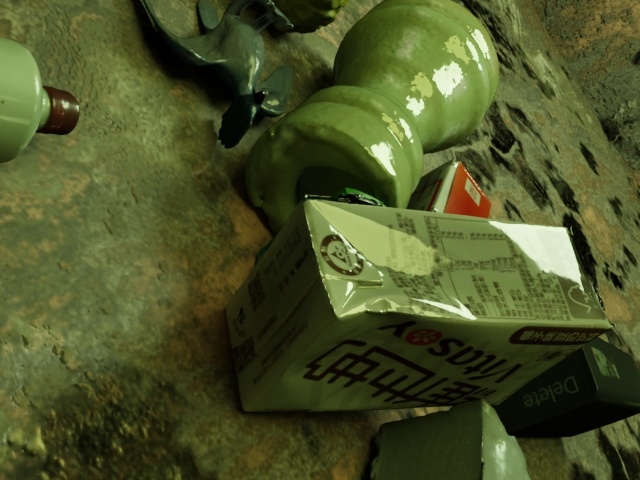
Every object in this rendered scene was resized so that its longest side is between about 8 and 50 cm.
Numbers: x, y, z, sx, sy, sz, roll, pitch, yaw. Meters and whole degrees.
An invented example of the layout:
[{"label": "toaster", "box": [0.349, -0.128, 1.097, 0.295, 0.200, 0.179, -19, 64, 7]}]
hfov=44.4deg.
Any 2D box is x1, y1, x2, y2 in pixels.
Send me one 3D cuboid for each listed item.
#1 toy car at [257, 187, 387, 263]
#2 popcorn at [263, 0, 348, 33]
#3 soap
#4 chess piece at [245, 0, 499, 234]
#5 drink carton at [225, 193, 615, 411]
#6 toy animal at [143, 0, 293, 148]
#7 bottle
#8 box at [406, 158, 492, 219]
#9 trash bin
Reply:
[{"label": "toy car", "box": [0.000, 0.000, 0.828, 0.071, 0.165, 0.062, 21, 41, -35]}, {"label": "popcorn", "box": [-0.045, -0.384, 1.100, 0.195, 0.168, 0.173, 31, 77, -18]}, {"label": "soap", "box": [0.176, 0.341, 0.785, 0.302, 0.159, 0.257, 47, 32, -18]}, {"label": "chess piece", "box": [0.074, -0.158, 1.026, 0.234, 0.234, 0.442, 50, 39, -11]}, {"label": "drink carton", "box": [0.096, 0.076, 0.777, 0.325, 0.194, 0.132, 5, 52, -29]}, {"label": "toy animal", "box": [-0.116, -0.224, 0.953, 0.239, 0.176, 0.255, 32, 6, -39]}, {"label": "bottle", "box": [-0.297, -0.116, 0.594, 0.245, 0.104, 0.104, 4, 60, -51]}, {"label": "box", "box": [0.143, -0.012, 1.052, 0.099, 0.133, 0.182, 49, 35, -14]}, {"label": "trash bin", "box": [0.345, 0.209, 1.106, 0.226, 0.165, 0.114, 22, 46, -45]}]
